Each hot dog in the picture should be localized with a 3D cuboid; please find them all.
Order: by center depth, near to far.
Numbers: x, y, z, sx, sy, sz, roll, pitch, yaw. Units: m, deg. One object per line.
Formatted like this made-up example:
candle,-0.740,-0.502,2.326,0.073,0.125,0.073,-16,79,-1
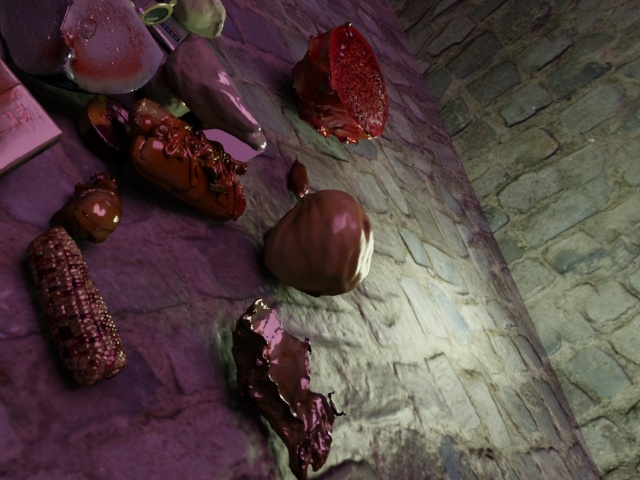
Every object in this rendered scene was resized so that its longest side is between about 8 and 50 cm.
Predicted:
hot dog,-0.248,-0.152,1.241,0.349,0.117,0.158,38,35,-58

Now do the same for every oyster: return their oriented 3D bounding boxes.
oyster,-0.065,0.270,1.163,0.337,0.133,0.198,61,27,1

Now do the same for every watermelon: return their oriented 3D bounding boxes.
watermelon,-0.414,-0.386,1.139,0.289,0.213,0.320,3,33,-36

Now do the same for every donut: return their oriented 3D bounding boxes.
donut,-0.397,-0.211,1.192,0.140,0.059,0.140,39,34,-33

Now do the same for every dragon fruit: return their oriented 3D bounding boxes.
dragon fruit,0.046,-0.474,1.959,0.386,0.249,0.371,-20,95,-57

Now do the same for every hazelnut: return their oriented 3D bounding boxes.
hazelnut,0.000,0.000,1.418,0.261,0.261,0.241,27,41,-44

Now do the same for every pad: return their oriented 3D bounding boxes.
pad,-0.255,-0.292,1.447,0.181,0.004,0.267,-34,93,-28

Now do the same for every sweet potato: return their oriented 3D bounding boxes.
sweet potato,-0.059,-0.180,1.701,0.056,0.056,0.195,39,28,-30

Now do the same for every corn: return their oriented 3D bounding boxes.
corn,-0.366,0.093,0.916,0.086,0.086,0.253,-8,68,-59

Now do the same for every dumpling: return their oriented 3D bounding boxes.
dumpling,-0.334,-0.637,1.595,0.250,0.162,0.132,53,51,-9

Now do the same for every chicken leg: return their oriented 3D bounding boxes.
chicken leg,-0.383,-0.059,1.048,0.085,0.101,0.207,47,10,-26

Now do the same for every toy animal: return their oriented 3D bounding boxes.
toy animal,-0.257,-0.287,1.297,0.308,0.188,0.266,62,-12,2

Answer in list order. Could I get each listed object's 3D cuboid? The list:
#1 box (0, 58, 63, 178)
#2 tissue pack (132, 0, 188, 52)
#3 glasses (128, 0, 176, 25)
box,-0.569,-0.238,0.872,0.365,0.051,0.204,52,57,-11
tissue pack,-0.387,-0.528,1.551,0.193,0.026,0.122,43,33,-22
glasses,-0.468,-0.583,1.446,0.190,0.088,0.220,-11,51,-45
